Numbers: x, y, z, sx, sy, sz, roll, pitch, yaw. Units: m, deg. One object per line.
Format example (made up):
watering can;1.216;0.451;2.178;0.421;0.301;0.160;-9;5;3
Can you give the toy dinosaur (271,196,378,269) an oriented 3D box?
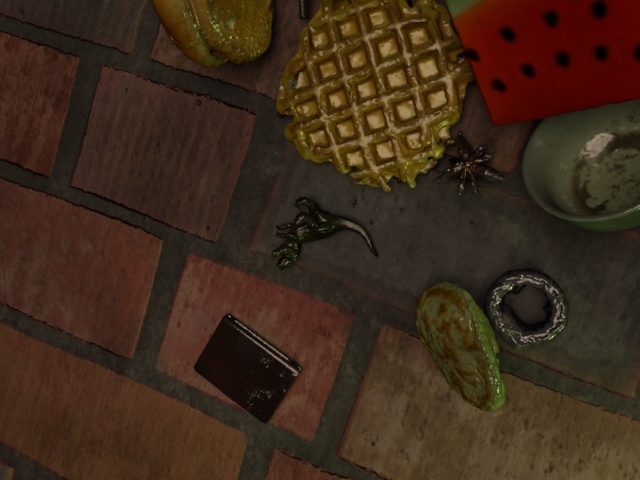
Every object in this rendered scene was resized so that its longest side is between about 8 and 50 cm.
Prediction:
toy dinosaur;0.000;0.000;1.353;0.179;0.087;0.187;38;122;-25

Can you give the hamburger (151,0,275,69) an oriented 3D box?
hamburger;-0.210;-0.489;1.239;0.170;0.314;0.290;-4;58;18

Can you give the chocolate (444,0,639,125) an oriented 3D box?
chocolate;0.387;-0.367;1.023;0.360;0.161;0.341;-6;130;36

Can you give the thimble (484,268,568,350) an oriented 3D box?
thimble;0.379;0.124;1.209;0.150;0.098;0.150;0;91;15

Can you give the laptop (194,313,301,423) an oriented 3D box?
laptop;-0.158;0.275;1.403;0.207;0.026;0.154;34;102;13

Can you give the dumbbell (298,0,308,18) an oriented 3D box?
dumbbell;-0.040;-0.575;1.303;0.110;0.110;0.254;1;98;16

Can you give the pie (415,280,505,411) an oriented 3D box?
pie;0.265;0.191;1.218;0.090;0.201;0.248;-22;94;-22

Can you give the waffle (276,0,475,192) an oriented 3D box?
waffle;0.104;-0.302;1.278;0.379;0.095;0.382;26;101;12

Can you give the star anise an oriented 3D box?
star anise;0.295;-0.138;1.239;0.129;0.056;0.124;30;95;29

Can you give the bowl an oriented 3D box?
bowl;0.507;-0.123;1.116;0.289;0.146;0.289;-25;46;28
